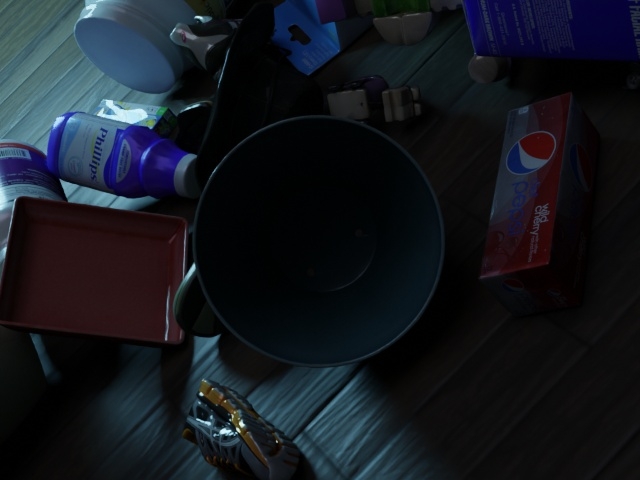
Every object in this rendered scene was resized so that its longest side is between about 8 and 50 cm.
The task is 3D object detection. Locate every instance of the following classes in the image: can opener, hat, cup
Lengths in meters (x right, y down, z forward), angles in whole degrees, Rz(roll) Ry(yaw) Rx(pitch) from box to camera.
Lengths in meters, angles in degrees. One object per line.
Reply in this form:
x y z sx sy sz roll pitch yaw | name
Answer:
0.360 -0.219 1.661 0.186 0.059 0.073 12 26 41 | can opener
-0.070 -0.178 1.904 0.134 0.331 0.331 17 58 4 | hat
-0.530 0.184 1.900 0.237 0.331 0.331 -23 32 -19 | cup

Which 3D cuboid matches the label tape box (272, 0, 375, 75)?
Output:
0.040 -0.449 2.138 0.347 0.115 0.249 -39 36 2 | label tape box

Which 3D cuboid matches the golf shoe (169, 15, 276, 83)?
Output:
-0.146 -0.315 2.088 0.105 0.120 0.273 -61 -2 13 | golf shoe

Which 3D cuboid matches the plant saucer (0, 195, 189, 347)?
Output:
-0.322 0.053 1.910 0.259 0.258 0.048 -94 16 -46 | plant saucer

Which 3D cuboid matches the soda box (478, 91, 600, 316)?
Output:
0.259 -0.043 1.553 0.092 0.083 0.263 -14 46 34 | soda box

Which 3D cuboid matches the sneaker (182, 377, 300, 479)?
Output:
-0.098 0.246 1.604 0.083 0.084 0.215 -58 34 2 | sneaker

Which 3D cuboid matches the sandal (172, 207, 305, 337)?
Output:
-0.103 -0.005 1.826 0.303 0.120 0.086 -50 23 -9 | sandal

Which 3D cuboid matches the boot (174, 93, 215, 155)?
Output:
-0.157 -0.208 2.053 0.137 0.077 0.198 -53 8 -21 | boot

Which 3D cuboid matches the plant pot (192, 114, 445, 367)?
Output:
0.000 0.000 1.627 0.290 0.290 0.195 -41 0 2 | plant pot

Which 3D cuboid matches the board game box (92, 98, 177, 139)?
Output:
-0.344 -0.172 2.274 0.201 0.035 0.136 12 62 47 | board game box

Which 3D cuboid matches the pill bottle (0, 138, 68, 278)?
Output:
-0.482 -0.019 2.124 0.181 0.181 0.323 -39 37 4 | pill bottle

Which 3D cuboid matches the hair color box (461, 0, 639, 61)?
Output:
0.365 -0.302 1.628 0.339 0.110 0.185 8 37 41 | hair color box

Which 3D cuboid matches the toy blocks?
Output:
0.157 -0.349 1.887 0.288 0.309 0.260 -4 17 26 | toy blocks

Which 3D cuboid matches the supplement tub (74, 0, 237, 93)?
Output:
-0.263 -0.432 2.300 0.228 0.228 0.316 2 55 44 | supplement tub

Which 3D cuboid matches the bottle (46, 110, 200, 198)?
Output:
-0.303 -0.126 2.103 0.283 0.092 0.118 16 98 31 | bottle
